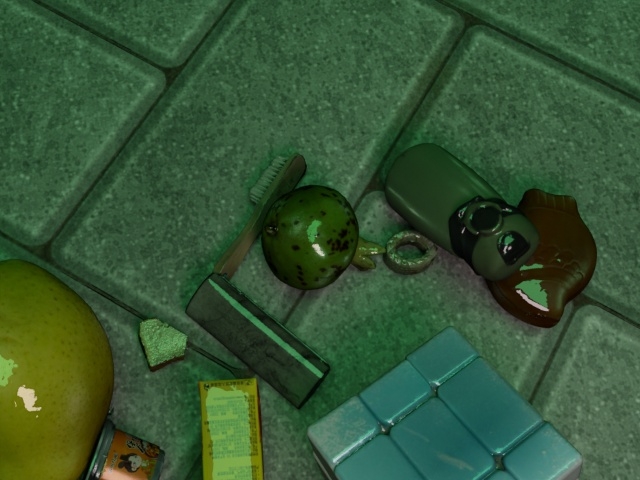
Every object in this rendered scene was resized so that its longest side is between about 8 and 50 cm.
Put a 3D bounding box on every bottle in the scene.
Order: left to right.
[{"bbox_3d":[0.277,-0.051,1.610,0.169,0.168,0.347,-30,42,-14],"label":"bottle"}]

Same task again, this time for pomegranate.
[{"bbox_3d":[0.000,0.000,1.648,0.263,0.211,0.210,17,65,-33],"label":"pomegranate"}]

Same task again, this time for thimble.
[{"bbox_3d":[0.186,0.025,1.706,0.110,0.062,0.084,7,70,0],"label":"thimble"}]

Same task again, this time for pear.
[{"bbox_3d":[-0.543,0.241,1.432,0.363,0.362,0.418,-16,84,-9],"label":"pear"}]

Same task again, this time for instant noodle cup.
[{"bbox_3d":[-0.353,0.417,1.480,0.126,0.177,0.208,20,88,-10],"label":"instant noodle cup"}]

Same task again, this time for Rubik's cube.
[{"bbox_3d":[0.205,0.399,1.392,0.316,0.318,0.322,-33,55,-13],"label":"Rubik's cube"}]

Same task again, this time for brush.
[{"bbox_3d":[-0.139,-0.053,1.721,0.065,0.070,0.327,23,70,25],"label":"brush"}]

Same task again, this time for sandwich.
[{"bbox_3d":[-0.308,0.195,1.627,0.093,0.035,0.104,-24,71,-11],"label":"sandwich"}]

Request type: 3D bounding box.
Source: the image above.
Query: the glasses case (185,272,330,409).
[{"bbox_3d":[-0.126,0.195,1.611,0.299,0.060,0.114,39,111,11],"label":"glasses case"}]

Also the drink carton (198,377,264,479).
[{"bbox_3d":[-0.155,0.433,1.482,0.111,0.154,0.351,-3,69,-4],"label":"drink carton"}]

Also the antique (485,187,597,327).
[{"bbox_3d":[0.443,0.038,1.680,0.224,0.129,0.278,7,69,0],"label":"antique"}]
